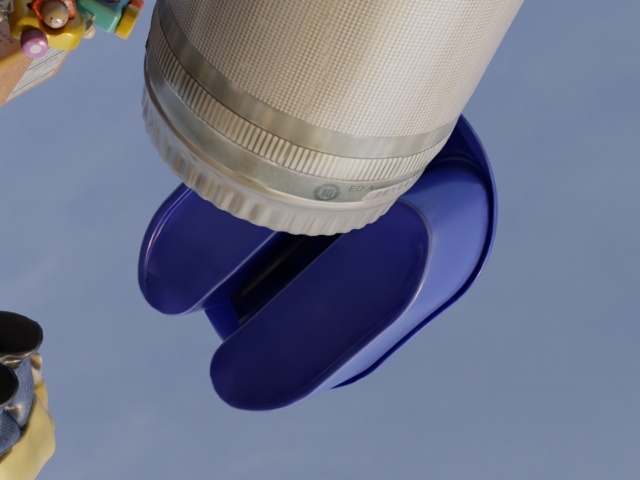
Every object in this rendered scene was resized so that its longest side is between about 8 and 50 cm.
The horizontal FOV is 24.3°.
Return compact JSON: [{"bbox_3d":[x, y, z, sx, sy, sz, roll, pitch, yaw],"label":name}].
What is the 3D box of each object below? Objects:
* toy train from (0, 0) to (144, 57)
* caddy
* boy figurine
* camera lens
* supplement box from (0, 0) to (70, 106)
[{"bbox_3d":[-0.198,-0.191,1.060,0.125,0.166,0.046,51,-51,20],"label":"toy train"},{"bbox_3d":[0.000,0.000,1.354,0.341,0.179,0.241,-42,-100,27],"label":"caddy"},{"bbox_3d":[-0.288,0.179,1.319,0.092,0.285,0.177,16,-131,3],"label":"boy figurine"},{"bbox_3d":[0.014,-0.166,0.965,0.219,0.219,0.274,44,-46,19],"label":"camera lens"},{"bbox_3d":[-0.258,-0.141,1.103,0.078,0.233,0.080,40,-65,-2],"label":"supplement box"}]
